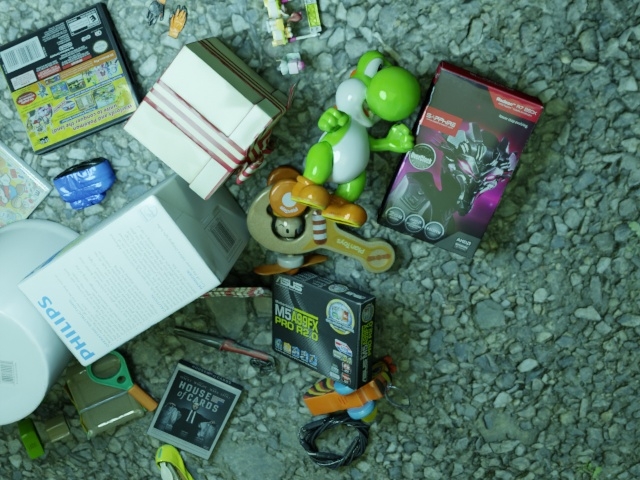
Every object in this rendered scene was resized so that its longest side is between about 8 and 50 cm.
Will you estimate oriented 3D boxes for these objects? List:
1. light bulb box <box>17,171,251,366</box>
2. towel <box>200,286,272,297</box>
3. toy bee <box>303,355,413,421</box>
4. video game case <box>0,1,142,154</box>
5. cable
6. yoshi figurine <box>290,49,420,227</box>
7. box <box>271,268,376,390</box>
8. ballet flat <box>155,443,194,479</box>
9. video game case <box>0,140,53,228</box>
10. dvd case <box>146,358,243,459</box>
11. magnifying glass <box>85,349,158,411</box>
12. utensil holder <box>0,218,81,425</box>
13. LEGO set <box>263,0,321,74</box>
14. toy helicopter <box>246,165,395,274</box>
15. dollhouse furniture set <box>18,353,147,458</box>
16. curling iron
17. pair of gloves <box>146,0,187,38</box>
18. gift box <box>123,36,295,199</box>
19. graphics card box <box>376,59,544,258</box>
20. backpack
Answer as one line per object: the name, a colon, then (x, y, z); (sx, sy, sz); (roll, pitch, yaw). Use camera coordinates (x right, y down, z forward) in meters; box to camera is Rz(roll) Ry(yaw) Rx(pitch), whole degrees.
light bulb box: (-0.376, 0.031, 1.616); (0.361, 0.358, 0.225); (-31, 102, 17)
towel: (-0.215, 0.124, 1.750); (0.197, 0.144, 0.029); (-1, 87, 6)
toy bee: (0.114, 0.355, 1.813); (0.298, 0.162, 0.195); (8, 122, 29)
video game case: (-0.549, -0.349, 1.643); (0.275, 0.035, 0.248); (-19, 95, 12)
cable: (0.044, 0.515, 1.916); (0.185, 0.047, 0.150); (-22, 107, 12)
yoshi figurine: (0.090, -0.216, 1.521); (0.203, 0.203, 0.362); (20, 84, 6)
box: (0.001, 0.193, 1.719); (0.270, 0.060, 0.216); (19, 117, 38)
ballet flat: (-0.374, 0.648, 1.990); (0.077, 0.077, 0.231); (-21, 107, 12)
video game case: (-0.781, -0.131, 1.775); (0.227, 0.026, 0.206); (43, 109, -10)
dvd case: (-0.325, 0.438, 1.935); (0.179, 0.029, 0.238); (25, 111, -4)
magnifying glass: (-0.492, 0.352, 1.878); (0.092, 0.026, 0.231); (-42, 121, -6)
utensil holder: (-0.687, 0.173, 1.672); (0.328, 0.385, 0.327); (1, 114, 3)
LEGO set: (-0.063, -0.487, 1.515); (0.107, 0.132, 0.287); (-10, 131, 3)
toy helicopter: (0.000, 0.000, 1.692); (0.355, 0.140, 0.235); (22, 105, -15)
dollhouse furniture set: (-0.631, 0.394, 1.930); (0.302, 0.151, 0.197); (-21, 116, -17)
curling iron: (-0.236, 0.272, 1.861); (0.274, 0.035, 0.068); (21, 110, -2)
pair of gloves: (-0.330, -0.481, 1.609); (0.083, 0.010, 0.074); (28, 110, -4)
gift box: (-0.204, -0.260, 1.549); (0.258, 0.255, 0.276); (41, 115, -7)
graphics card box: (0.292, -0.168, 1.617); (0.233, 0.094, 0.370); (21, 112, -2)
backpack: (-0.528, -0.133, 1.713); (0.120, 0.098, 0.101); (-24, 112, 1)
